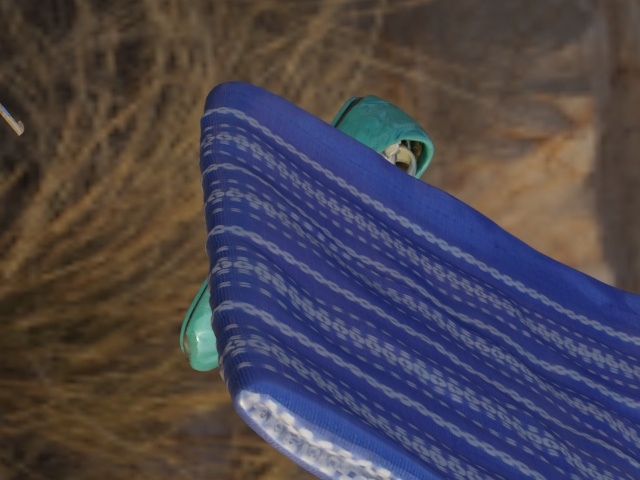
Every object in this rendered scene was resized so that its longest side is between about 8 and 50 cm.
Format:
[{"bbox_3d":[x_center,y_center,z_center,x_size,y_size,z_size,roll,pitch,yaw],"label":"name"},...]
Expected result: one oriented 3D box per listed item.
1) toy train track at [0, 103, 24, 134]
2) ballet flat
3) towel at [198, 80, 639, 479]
[{"bbox_3d":[-0.288,-0.130,1.762,0.014,0.048,0.083,-39,88,-22],"label":"toy train track"},{"bbox_3d":[0.000,0.000,1.402,0.247,0.087,0.083,-54,148,-21],"label":"ballet flat"},{"bbox_3d":[0.066,0.043,0.723,0.243,0.336,0.040,30,104,-14],"label":"towel"}]
